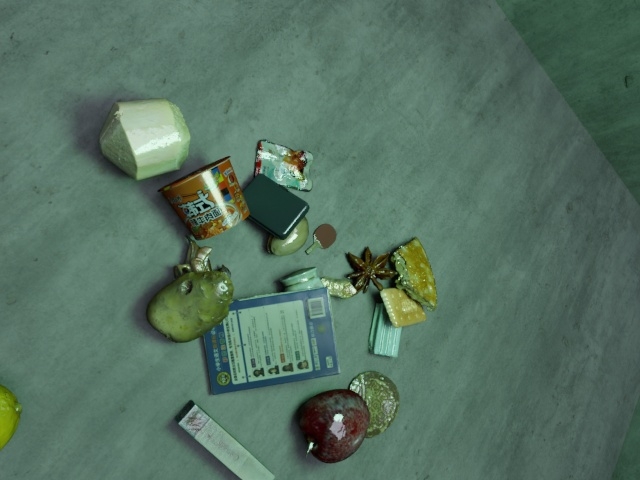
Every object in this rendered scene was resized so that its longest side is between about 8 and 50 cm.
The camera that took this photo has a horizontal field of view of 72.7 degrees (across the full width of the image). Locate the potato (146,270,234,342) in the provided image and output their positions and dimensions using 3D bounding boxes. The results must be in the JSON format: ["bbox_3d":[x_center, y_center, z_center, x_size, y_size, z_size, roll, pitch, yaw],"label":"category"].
[{"bbox_3d":[-0.387,0.196,1.325,0.296,0.141,0.191,-31,102,15],"label":"potato"}]

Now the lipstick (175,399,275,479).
[{"bbox_3d":[-0.301,0.663,1.390,0.371,0.080,0.076,48,65,-13],"label":"lipstick"}]

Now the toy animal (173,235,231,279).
[{"bbox_3d":[-0.384,0.071,1.420,0.179,0.089,0.188,-7,87,-32],"label":"toy animal"}]

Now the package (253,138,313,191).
[{"bbox_3d":[-0.127,-0.275,1.614,0.232,0.040,0.166,11,80,-24],"label":"package"}]

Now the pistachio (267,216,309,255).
[{"bbox_3d":[-0.113,-0.019,1.542,0.185,0.124,0.124,-46,104,-23],"label":"pistachio"}]

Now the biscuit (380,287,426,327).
[{"bbox_3d":[0.332,0.256,1.714,0.250,0.030,0.160,4,60,-50],"label":"biscuit"}]

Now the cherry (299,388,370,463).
[{"bbox_3d":[0.055,0.633,1.510,0.300,0.203,0.230,-22,81,-35],"label":"cherry"}]

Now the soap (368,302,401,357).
[{"bbox_3d":[0.260,0.355,1.720,0.114,0.063,0.198,18,76,-24],"label":"soap"}]

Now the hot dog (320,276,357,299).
[{"bbox_3d":[0.054,0.176,1.633,0.169,0.061,0.078,12,82,-2],"label":"hot dog"}]

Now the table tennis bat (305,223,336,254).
[{"bbox_3d":[0.000,0.000,1.661,0.156,0.013,0.087,-44,106,-26],"label":"table tennis bat"}]

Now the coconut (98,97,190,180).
[{"bbox_3d":[-0.536,-0.305,1.309,0.244,0.239,0.239,-22,94,-29],"label":"coconut"}]

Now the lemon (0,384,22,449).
[{"bbox_3d":[-0.882,0.447,1.040,0.263,0.236,0.236,-19,93,-48],"label":"lemon"}]

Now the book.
[{"bbox_3d":[-0.164,0.327,1.430,0.428,0.039,0.300,-8,89,-3],"label":"book"}]

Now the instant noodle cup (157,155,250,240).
[{"bbox_3d":[-0.355,-0.128,1.379,0.250,0.250,0.192,-34,110,-26],"label":"instant noodle cup"}]

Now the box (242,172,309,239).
[{"bbox_3d":[-0.170,-0.118,1.500,0.230,0.050,0.160,34,74,15],"label":"box"}]

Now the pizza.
[{"bbox_3d":[0.368,0.131,1.755,0.223,0.089,0.323,9,59,-38],"label":"pizza"}]

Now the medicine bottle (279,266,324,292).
[{"bbox_3d":[-0.059,0.175,1.533,0.147,0.147,0.143,-21,90,-27],"label":"medicine bottle"}]

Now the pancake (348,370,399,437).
[{"bbox_3d":[0.202,0.631,1.676,0.250,0.031,0.250,3,82,-26],"label":"pancake"}]

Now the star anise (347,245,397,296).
[{"bbox_3d":[0.188,0.117,1.688,0.212,0.111,0.196,-29,77,3],"label":"star anise"}]
